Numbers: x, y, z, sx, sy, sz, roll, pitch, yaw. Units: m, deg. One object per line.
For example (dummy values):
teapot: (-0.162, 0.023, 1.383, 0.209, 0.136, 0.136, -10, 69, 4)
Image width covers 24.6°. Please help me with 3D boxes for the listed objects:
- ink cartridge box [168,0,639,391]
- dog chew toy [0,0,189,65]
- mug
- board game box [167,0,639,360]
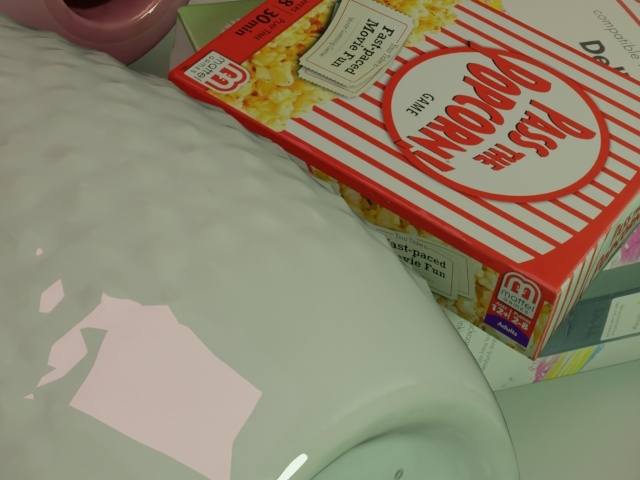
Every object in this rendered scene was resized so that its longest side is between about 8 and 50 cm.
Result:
ink cartridge box: (0.116, -0.040, 0.777, 0.354, 0.119, 0.207, -10, 48, -21)
dog chew toy: (-0.227, -0.235, 1.023, 0.207, 0.206, 0.332, -28, 38, -28)
mug: (-0.134, 0.104, 0.528, 0.328, 0.276, 0.374, 24, 65, 38)
board game box: (0.051, -0.049, 0.654, 0.194, 0.045, 0.147, 30, 48, 18)
